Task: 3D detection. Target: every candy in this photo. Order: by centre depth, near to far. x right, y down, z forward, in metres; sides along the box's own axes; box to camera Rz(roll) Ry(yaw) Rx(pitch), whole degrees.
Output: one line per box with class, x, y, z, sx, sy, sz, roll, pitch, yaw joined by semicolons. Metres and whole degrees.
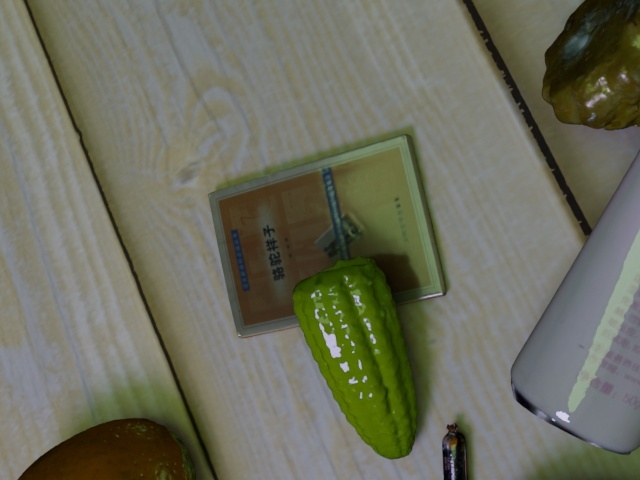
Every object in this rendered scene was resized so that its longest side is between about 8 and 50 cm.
candy;0.044;0.119;0.719;0.096;0.097;0.210;-16;100;23

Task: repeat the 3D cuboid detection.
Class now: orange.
orange;-0.254;0.309;0.814;0.237;0.158;0.179;-36;74;19

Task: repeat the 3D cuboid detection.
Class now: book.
book;0.000;0.000;0.782;0.241;0.018;0.170;-15;84;23

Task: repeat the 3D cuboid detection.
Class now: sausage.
sausage;0.136;0.277;0.716;0.028;0.025;0.199;173;93;-65

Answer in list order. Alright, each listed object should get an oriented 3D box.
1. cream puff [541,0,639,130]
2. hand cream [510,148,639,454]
cream puff;0.265;-0.147;0.618;0.116;0.146;0.146;26;103;-18
hand cream;0.287;0.003;0.598;0.185;0.118;0.359;23;102;-22
